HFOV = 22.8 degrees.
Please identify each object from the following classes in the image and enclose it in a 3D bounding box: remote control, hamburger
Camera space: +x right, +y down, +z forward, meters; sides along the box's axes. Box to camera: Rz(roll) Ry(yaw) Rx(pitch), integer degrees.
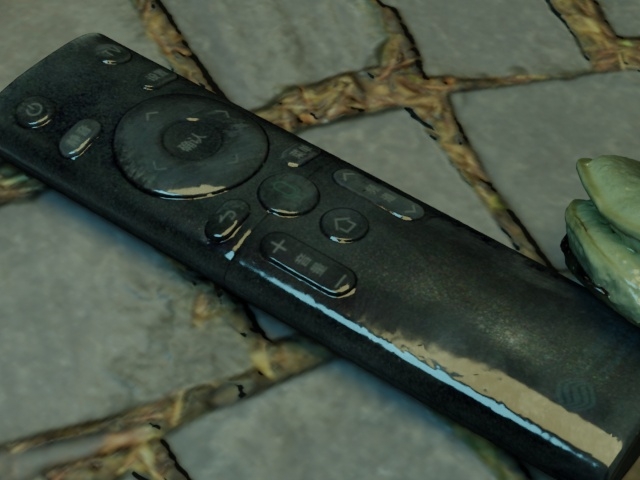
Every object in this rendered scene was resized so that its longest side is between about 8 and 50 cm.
[{"bbox_3d":[0.000,0.000,0.799,0.377,0.044,0.107,29,45,21],"label":"remote control"},{"bbox_3d":[0.179,0.010,0.766,0.133,0.062,0.140,14,18,-32],"label":"hamburger"}]
